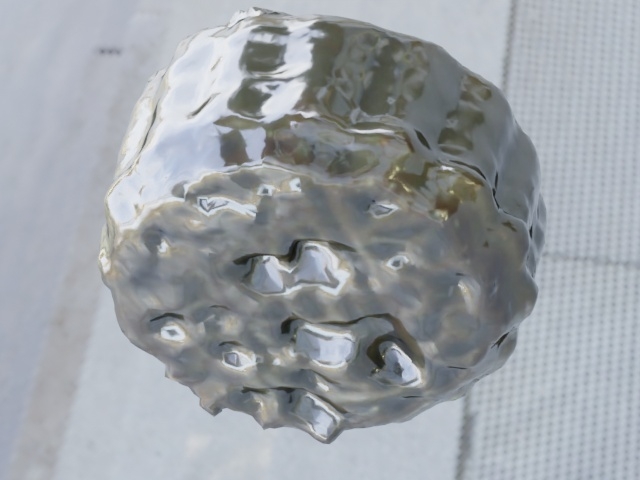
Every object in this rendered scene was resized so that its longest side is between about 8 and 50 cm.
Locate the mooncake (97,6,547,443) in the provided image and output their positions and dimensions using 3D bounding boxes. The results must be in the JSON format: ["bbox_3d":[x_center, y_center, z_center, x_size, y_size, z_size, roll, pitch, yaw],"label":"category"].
[{"bbox_3d":[0.000,0.000,0.953,0.228,0.228,0.124,-18,32,30],"label":"mooncake"}]
